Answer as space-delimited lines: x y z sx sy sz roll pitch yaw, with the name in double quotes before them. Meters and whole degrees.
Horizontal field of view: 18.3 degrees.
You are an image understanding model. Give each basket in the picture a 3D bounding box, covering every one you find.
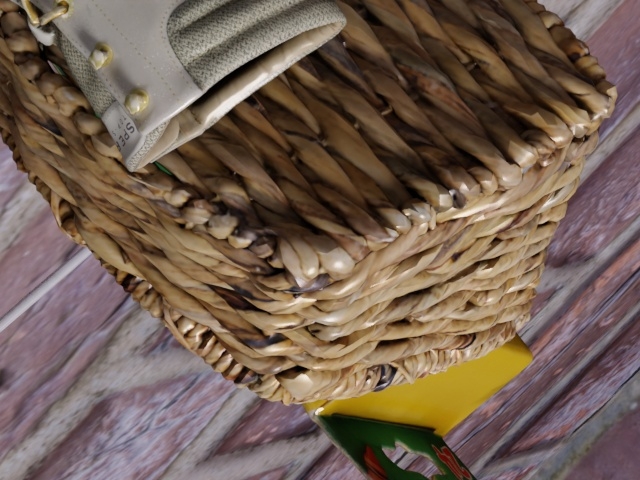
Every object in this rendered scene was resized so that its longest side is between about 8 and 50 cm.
"basket" -0.044 -0.064 0.921 0.213 0.299 0.223 -31 159 -21

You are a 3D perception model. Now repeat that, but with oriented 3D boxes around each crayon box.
"crayon box" 0.000 0.000 1.106 0.081 0.318 0.202 -42 160 11

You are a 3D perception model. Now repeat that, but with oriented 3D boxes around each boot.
"boot" -0.115 -0.096 0.754 0.213 0.165 0.077 -29 176 -5

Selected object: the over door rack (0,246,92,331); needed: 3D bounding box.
"over door rack" -0.251 0.065 1.032 0.324 0.108 0.239 -25 -177 30
